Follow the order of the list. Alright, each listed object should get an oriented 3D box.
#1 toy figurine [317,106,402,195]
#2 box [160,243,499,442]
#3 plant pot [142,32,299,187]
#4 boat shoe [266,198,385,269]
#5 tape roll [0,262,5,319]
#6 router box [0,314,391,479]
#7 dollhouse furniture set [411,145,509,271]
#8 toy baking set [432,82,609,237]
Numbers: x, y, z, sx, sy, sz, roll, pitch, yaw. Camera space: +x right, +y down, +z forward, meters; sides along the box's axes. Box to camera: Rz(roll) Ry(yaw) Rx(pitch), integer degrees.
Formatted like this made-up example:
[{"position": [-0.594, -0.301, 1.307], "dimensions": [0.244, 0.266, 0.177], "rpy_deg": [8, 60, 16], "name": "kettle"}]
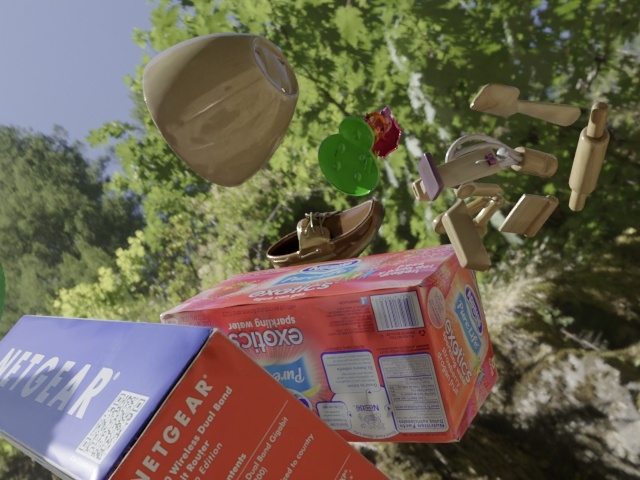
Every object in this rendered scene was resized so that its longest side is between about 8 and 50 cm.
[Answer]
[{"position": [0.093, -0.195, 1.445], "dimensions": [0.159, 0.130, 0.173], "rpy_deg": [-47, -21, -40], "name": "toy figurine"}, {"position": [0.009, 0.108, 0.787], "dimensions": [0.142, 0.300, 0.154], "rpy_deg": [-29, -74, -57], "name": "box"}, {"position": [-0.152, -0.265, 1.404], "dimensions": [0.191, 0.284, 0.284], "rpy_deg": [-29, -45, 27], "name": "plant pot"}, {"position": [0.000, 0.000, 1.701], "dimensions": [0.120, 0.122, 0.324], "rpy_deg": [39, -50, -21], "name": "boat shoe"}, {"position": [-0.681, 0.134, 1.313], "dimensions": [0.321, 0.077, 0.321], "rpy_deg": [-57, -20, -35], "name": "tape roll"}, {"position": [-0.060, 0.173, 0.497], "dimensions": [0.301, 0.335, 0.082], "rpy_deg": [45, -116, -22], "name": "router box"}, {"position": [0.147, -0.028, 0.715], "dimensions": [0.081, 0.114, 0.091], "rpy_deg": [-19, -14, -6], "name": "dollhouse furniture set"}, {"position": [0.217, -0.072, 0.815], "dimensions": [0.197, 0.030, 0.256], "rpy_deg": [-17, -37, -11], "name": "toy baking set"}]
